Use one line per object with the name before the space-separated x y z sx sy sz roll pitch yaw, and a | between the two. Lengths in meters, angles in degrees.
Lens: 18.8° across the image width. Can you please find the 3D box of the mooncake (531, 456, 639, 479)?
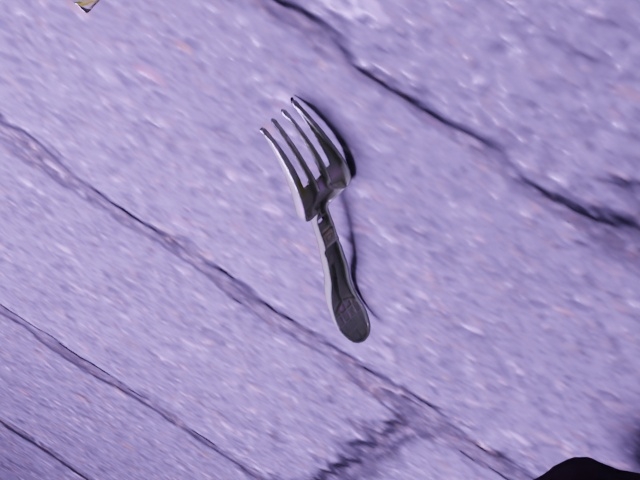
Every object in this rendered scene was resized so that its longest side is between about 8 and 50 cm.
mooncake | 0.220 0.284 1.057 0.350 0.212 0.381 24 154 10

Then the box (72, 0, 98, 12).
box | -0.071 -0.145 0.779 0.050 0.041 0.207 42 156 -13

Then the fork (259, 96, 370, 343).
fork | 0.005 0.003 0.998 0.028 0.034 0.219 32 160 26
